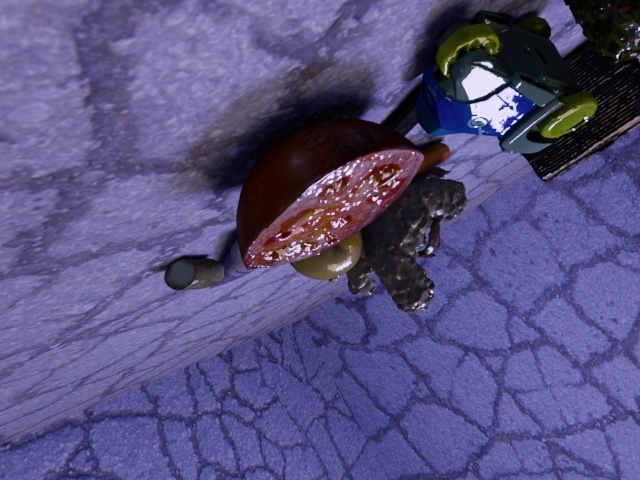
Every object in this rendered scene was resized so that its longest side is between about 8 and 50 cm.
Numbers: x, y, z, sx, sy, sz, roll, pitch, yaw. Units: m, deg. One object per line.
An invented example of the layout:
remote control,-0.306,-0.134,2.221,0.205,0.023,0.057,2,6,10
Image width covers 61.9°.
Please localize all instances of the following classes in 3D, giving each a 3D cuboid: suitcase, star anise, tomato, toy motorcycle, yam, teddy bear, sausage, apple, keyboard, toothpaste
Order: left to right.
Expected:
yam,-0.270,0.072,1.151,0.069,0.070,0.146,-33,170,16
toothpaste,-0.195,0.055,1.294,0.125,0.080,0.371,-29,177,-23
tomato,-0.001,-0.099,0.880,0.338,0.144,0.338,-30,165,-9
apple,0.000,0.000,1.233,0.200,0.200,0.200,-29,169,-6
teddy bear,0.150,-0.015,1.359,0.224,0.358,0.367,28,165,-28
keyboard,0.130,-0.202,1.059,0.106,0.027,0.317,-25,169,-41
star anise,0.254,-0.127,1.518,0.236,0.109,0.223,-41,172,-20
sausage,0.214,-0.177,1.257,0.347,0.053,0.053,-26,170,-43
toy motorcycle,0.271,-0.248,0.867,0.326,0.191,0.200,-4,155,-38
suitcase,0.632,-0.318,1.299,0.335,0.230,0.152,-36,167,24

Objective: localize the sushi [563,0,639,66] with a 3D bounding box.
sushi,0.520,-0.413,0.720,0.351,0.178,0.294,-26,169,-23
